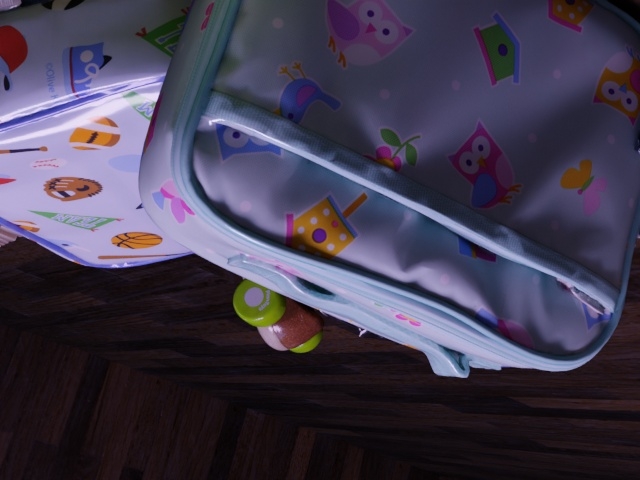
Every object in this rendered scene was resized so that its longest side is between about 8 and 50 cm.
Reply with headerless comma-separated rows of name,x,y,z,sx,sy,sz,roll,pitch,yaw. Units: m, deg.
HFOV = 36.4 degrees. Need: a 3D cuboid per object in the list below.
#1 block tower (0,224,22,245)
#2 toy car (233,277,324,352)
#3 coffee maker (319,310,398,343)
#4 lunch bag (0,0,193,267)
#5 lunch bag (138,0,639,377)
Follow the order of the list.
block tower,-0.363,-0.058,1.096,0.097,0.091,0.335,26,161,-29
toy car,0.012,0.025,1.041,0.188,0.149,0.155,-19,157,11
coffee maker,0.099,-0.008,0.741,0.178,0.120,0.171,-34,162,32
lunch bag,-0.141,-0.074,0.677,0.243,0.115,0.303,-13,161,10
lunch bag,0.056,-0.052,0.527,0.279,0.224,0.108,23,162,-20
